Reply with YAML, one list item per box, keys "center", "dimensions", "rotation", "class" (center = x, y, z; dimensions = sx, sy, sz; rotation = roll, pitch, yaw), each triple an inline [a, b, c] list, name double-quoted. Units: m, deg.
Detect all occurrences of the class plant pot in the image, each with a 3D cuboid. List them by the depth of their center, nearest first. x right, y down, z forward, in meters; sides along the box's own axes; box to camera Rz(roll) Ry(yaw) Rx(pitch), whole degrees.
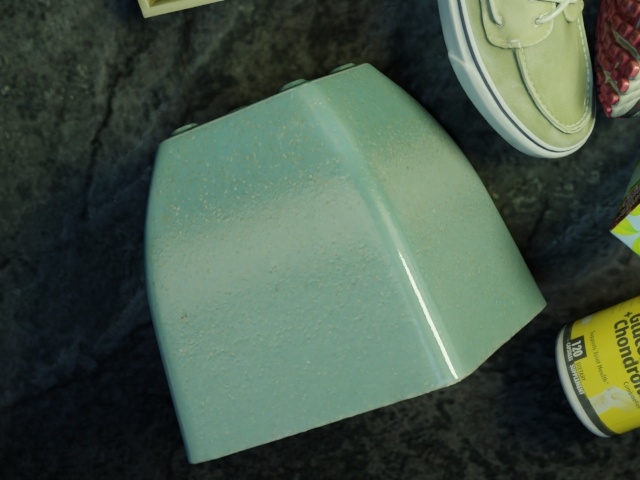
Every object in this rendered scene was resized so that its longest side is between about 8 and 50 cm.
- center: [0.000, 0.000, 1.490]
  dimensions: [0.247, 0.248, 0.252]
  rotation: [-19, 94, 25]
  class: "plant pot"

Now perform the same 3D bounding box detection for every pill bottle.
- center: [0.294, 0.087, 1.520]
  dimensions: [0.184, 0.103, 0.103]
  rotation: [-25, 108, 26]
  class: "pill bottle"

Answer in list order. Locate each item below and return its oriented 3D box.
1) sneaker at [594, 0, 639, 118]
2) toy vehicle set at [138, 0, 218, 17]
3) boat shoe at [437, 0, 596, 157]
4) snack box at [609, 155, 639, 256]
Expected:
- center: [0.301, -0.199, 1.363]
  dimensions: [0.112, 0.121, 0.299]
  rotation: [19, 130, -20]
  class: "sneaker"
- center: [-0.044, -0.285, 1.462]
  dimensions: [0.266, 0.035, 0.166]
  rotation: [-10, 113, 21]
  class: "toy vehicle set"
- center: [0.145, -0.198, 1.396]
  dimensions: [0.094, 0.109, 0.302]
  rotation: [8, 126, 58]
  class: "boat shoe"
- center: [0.319, -0.086, 1.379]
  dimensions: [0.070, 0.174, 0.207]
  rotation: [42, 121, -4]
  class: "snack box"
